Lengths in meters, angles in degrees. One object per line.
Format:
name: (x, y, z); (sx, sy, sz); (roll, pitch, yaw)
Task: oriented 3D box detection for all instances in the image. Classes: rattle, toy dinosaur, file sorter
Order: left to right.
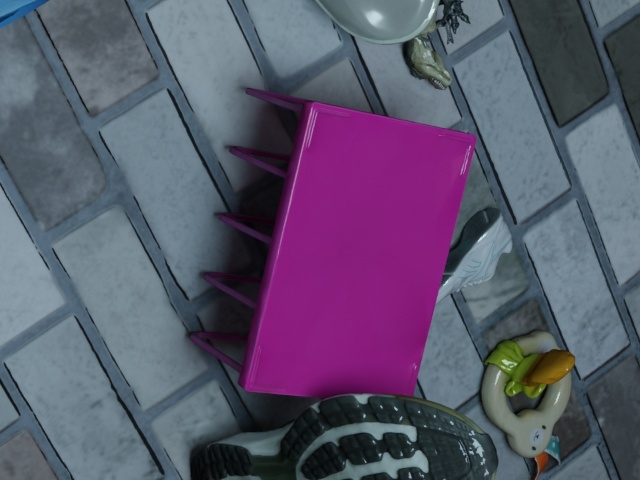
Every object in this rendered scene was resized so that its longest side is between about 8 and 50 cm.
file sorter: (0.000, 0.000, 1.679); (0.202, 0.182, 0.291); (9, 99, -32)
toy dinosaur: (0.119, -0.282, 1.713); (0.064, 0.118, 0.268); (-16, 110, -29)
rattle: (0.281, 0.214, 1.921); (0.130, 0.142, 0.200); (-22, 107, -43)

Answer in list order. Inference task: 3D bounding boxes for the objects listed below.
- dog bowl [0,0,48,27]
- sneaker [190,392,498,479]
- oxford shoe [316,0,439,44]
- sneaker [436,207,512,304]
dog bowl: (-0.377, -0.189, 1.424); (0.297, 0.166, 0.074); (-31, 99, -30)
sneaker: (0.042, 0.223, 1.669); (0.182, 0.410, 0.158); (-18, 92, -44)
oxford shoe: (-0.003, -0.394, 1.581); (0.169, 0.130, 0.449); (-17, 110, 11)
sneaker: (0.169, 0.034, 1.858); (0.152, 0.053, 0.061); (-44, 122, -14)
